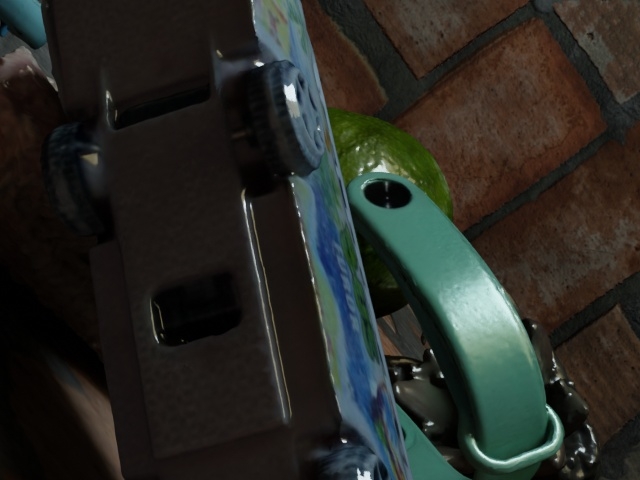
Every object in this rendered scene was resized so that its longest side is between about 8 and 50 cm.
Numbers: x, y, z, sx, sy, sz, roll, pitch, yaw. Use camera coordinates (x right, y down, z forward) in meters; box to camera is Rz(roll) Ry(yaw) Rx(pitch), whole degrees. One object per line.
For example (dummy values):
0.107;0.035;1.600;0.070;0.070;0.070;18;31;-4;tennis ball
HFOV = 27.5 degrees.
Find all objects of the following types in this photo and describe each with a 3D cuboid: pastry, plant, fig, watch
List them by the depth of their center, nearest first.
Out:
-0.090;0.010;0.667;0.265;0.112;0.103;34;19;-38;pastry
0.049;0.073;0.794;0.237;0.068;0.195;49;-40;40;watch
0.000;0.000;1.115;0.203;0.203;0.235;53;31;-7;fig
0.164;0.179;1.227;0.320;0.182;0.194;47;15;-56;plant

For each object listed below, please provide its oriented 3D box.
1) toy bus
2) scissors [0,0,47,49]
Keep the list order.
-0.027;0.043;0.532;0.136;0.109;0.329;40;36;-66;toy bus
-0.266;-0.213;0.664;0.180;0.032;0.393;34;-6;31;scissors
